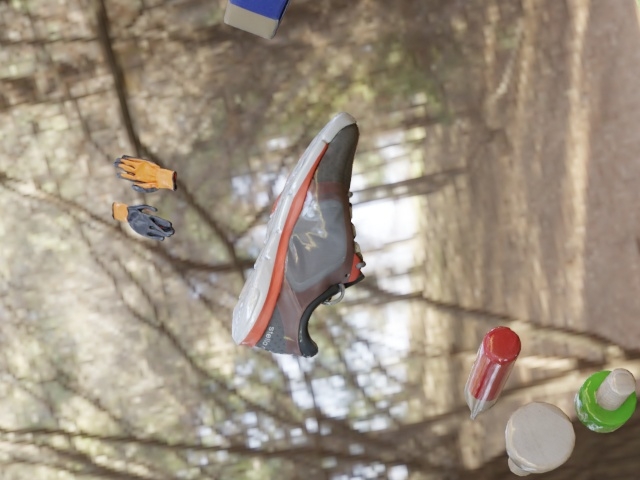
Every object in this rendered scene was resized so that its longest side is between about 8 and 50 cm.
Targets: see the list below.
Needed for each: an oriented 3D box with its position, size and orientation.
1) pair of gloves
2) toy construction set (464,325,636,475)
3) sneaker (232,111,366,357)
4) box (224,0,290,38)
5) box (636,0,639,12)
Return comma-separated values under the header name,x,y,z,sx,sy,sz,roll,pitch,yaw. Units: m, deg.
name,x,y,z,sx,sy,sz,roll,pitch,yaw
pair of gloves,-0.171,-0.041,1.316,0.010,0.074,0.083,-39,-39,-52
toy construction set,0.133,0.234,0.864,0.237,0.257,0.309,92,174,-69
sneaker,0.000,0.000,0.828,0.061,0.065,0.158,146,147,-77
box,0.005,-0.236,0.735,0.136,0.036,0.225,-85,20,-48
box,0.357,-0.236,1.150,0.232,0.058,0.087,-41,-63,-30
